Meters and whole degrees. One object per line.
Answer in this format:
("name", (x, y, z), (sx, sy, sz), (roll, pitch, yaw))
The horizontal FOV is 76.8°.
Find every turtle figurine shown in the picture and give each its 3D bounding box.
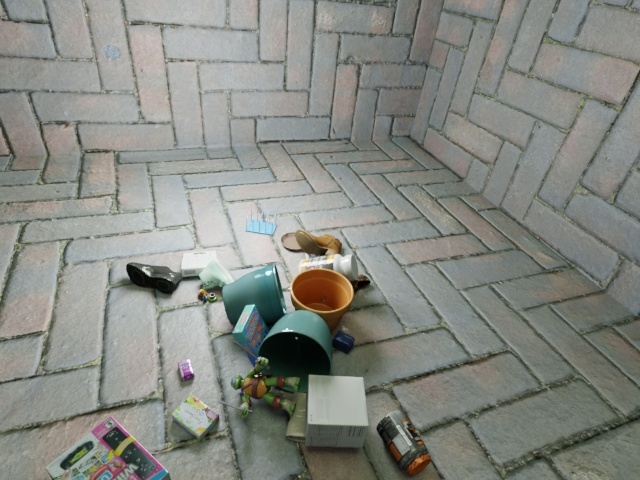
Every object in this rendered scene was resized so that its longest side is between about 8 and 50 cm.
("turtle figurine", (-0.218, 0.541, 1.469), (0.266, 0.275, 0.198), (10, 45, 6))

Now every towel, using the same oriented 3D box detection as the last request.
("towel", (0.021, 0.670, 1.518), (0.282, 0.049, 0.187), (7, 35, 1))

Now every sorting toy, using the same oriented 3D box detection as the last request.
("sorting toy", (-0.553, 0.266, 1.968), (0.102, 0.042, 0.061), (12, 36, 6))

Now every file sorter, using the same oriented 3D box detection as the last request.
("file sorter", (-0.361, -0.116, 2.473), (0.170, 0.104, 0.118), (9, 35, 3))

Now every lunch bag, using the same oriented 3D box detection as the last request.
("lunch bag", (0.107, 0.453, 1.810), (0.098, 0.067, 0.065), (22, 39, 18))

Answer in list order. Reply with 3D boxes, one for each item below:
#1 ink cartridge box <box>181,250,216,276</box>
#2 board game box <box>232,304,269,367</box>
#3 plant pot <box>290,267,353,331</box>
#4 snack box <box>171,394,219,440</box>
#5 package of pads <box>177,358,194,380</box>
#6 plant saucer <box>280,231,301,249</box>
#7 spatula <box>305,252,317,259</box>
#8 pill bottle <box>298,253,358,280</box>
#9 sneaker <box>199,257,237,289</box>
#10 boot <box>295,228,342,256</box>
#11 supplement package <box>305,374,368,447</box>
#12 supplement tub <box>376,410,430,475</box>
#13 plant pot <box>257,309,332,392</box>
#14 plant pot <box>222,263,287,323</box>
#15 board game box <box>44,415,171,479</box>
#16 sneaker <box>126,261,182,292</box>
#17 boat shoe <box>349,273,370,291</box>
("ink cartridge box", (-0.646, 0.121, 2.162), (0.181, 0.056, 0.225), (-4, 19, -15))
("board game box", (-0.278, 0.400, 1.695), (0.047, 0.210, 0.160), (-11, 32, 21))
("plant pot", (-0.003, 0.300, 1.885), (0.291, 0.203, 0.291), (5, 35, -3))
("snack box", (-0.455, 0.644, 1.474), (0.141, 0.037, 0.100), (24, 41, 21))
("package of pads", (-0.543, 0.521, 1.631), (0.050, 0.032, 0.083), (-15, 41, -23))
("plant saucer", (-0.153, 0.010, 2.402), (0.168, 0.029, 0.168), (5, 35, -3))
("spatula", (-0.031, 0.082, 2.308), (0.168, 0.019, 0.242), (18, 33, -22))
("pill bottle", (0.041, 0.154, 2.053), (0.278, 0.162, 0.162), (-10, 32, 19))
("sneaker", (-0.497, 0.226, 2.021), (0.151, 0.094, 0.256), (-43, 75, -2))
("boot", (0.000, 0.000, 2.323), (0.283, 0.109, 0.220), (34, 32, 0))
("supplement package", (0.052, 0.607, 1.439), (0.203, 0.149, 0.194), (4, 35, -3))
("supplement tub", (0.296, 0.720, 1.439), (0.117, 0.117, 0.190), (-13, 42, -26))
("plant pot", (-0.082, 0.425, 1.651), (0.293, 0.293, 0.235), (12, 24, 6))
("plant pot", (-0.303, 0.264, 1.849), (0.255, 0.272, 0.272), (-12, 38, -3))
("board game box", (-0.656, 0.737, 1.264), (0.303, 0.097, 0.224), (27, 41, 24))
("sneaker", (-0.829, 0.172, 2.017), (0.286, 0.109, 0.130), (20, 28, 6))
("boat shoe", (0.175, 0.232, 2.119), (0.207, 0.073, 0.073), (-21, 43, -33))
